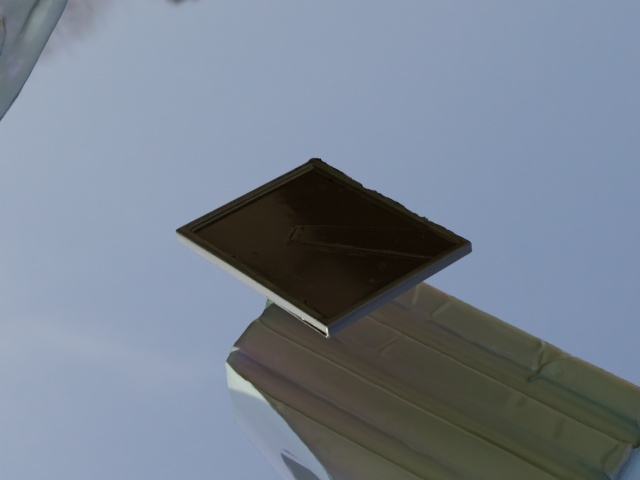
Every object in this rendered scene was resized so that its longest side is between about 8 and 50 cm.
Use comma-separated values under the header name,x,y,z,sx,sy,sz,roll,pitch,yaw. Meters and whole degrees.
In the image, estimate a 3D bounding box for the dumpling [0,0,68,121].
name,x,y,z,sx,sy,sz,roll,pitch,yaw
dumpling,-0.158,-0.076,0.593,0.169,0.100,0.134,-53,-133,19

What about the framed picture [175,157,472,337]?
name,x,y,z,sx,sy,sz,roll,pitch,yaw
framed picture,0.000,0.000,1.065,0.109,0.011,0.149,-29,-141,-27

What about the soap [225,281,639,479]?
name,x,y,z,sx,sy,sz,roll,pitch,yaw
soap,0.094,0.161,1.553,0.347,0.115,0.208,26,-118,21
